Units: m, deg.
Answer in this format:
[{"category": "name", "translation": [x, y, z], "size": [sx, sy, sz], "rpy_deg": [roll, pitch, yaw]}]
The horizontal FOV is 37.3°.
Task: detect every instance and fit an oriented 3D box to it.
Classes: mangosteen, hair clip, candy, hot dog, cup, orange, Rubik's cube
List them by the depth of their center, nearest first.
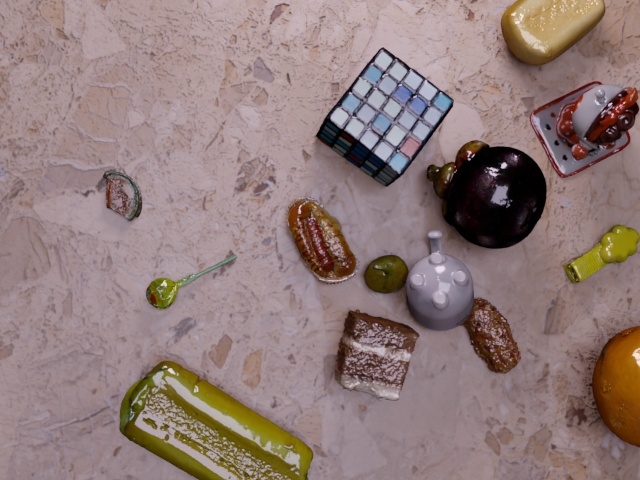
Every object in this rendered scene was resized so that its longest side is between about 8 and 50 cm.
[{"category": "cup", "translation": [0.239, 0.076, 1.838], "size": [0.134, 0.142, 0.173], "rpy_deg": [24, 75, 16]}, {"category": "orange", "translation": [0.651, 0.284, 1.841], "size": [0.246, 0.246, 0.246], "rpy_deg": [1, 86, -7]}, {"category": "Rubik's cube", "translation": [0.122, -0.236, 1.843], "size": [0.184, 0.182, 0.187], "rpy_deg": [37, 83, -3]}, {"category": "candy", "translation": [-0.248, 0.074, 1.845], "size": [0.194, 0.062, 0.058], "rpy_deg": [-26, 45, -17]}, {"category": "mangosteen", "translation": [0.317, -0.098, 1.864], "size": [0.250, 0.211, 0.211], "rpy_deg": [28, 82, 27]}, {"category": "hot dog", "translation": [0.000, 0.000, 1.874], "size": [0.099, 0.053, 0.192], "rpy_deg": [-31, 92, -12]}, {"category": "hair clip", "translation": [0.585, 0.024, 1.951], "size": [0.173, 0.046, 0.072], "rpy_deg": [-28, 93, -10]}]

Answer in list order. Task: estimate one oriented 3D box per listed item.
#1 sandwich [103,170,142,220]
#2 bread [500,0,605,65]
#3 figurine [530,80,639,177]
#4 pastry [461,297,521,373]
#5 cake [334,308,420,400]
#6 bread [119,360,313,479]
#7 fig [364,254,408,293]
[{"category": "sandwich", "translation": [-0.384, -0.087, 1.845], "size": [0.069, 0.026, 0.101], "rpy_deg": [-7, 87, -9]}, {"category": "bread", "translation": [0.473, -0.455, 1.946], "size": [0.217, 0.098, 0.147], "rpy_deg": [-35, 90, -11]}, {"category": "figurine", "translation": [0.558, -0.244, 1.877], "size": [0.183, 0.226, 0.160], "rpy_deg": [-27, 88, -8]}, {"category": "pastry", "translation": [0.342, 0.189, 1.898], "size": [0.087, 0.063, 0.169], "rpy_deg": [-35, 90, -5]}, {"category": "cake", "translation": [0.103, 0.223, 1.836], "size": [0.135, 0.134, 0.147], "rpy_deg": [14, 93, -6]}, {"category": "bread", "translation": [-0.194, 0.375, 1.791], "size": [0.383, 0.112, 0.166], "rpy_deg": [32, 85, -5]}, {"category": "fig", "translation": [0.133, 0.064, 1.863], "size": [0.084, 0.098, 0.082], "rpy_deg": [19, 81, -4]}]
